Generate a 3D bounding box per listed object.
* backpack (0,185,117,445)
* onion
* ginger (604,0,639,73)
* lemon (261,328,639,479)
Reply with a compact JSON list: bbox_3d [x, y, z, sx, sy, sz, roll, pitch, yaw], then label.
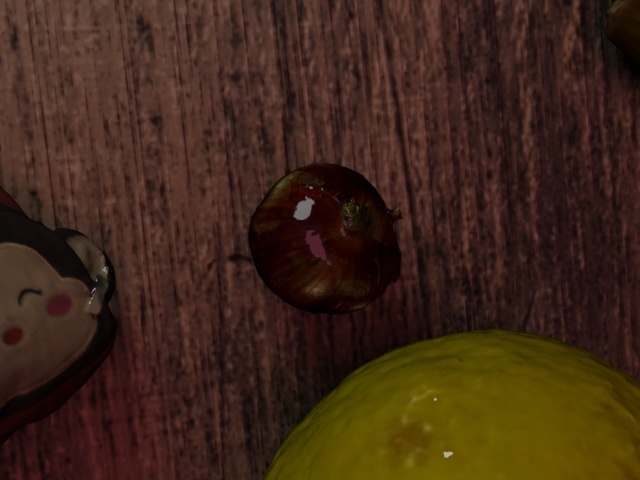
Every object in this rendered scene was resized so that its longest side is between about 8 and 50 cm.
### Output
[{"bbox_3d":[-0.263,0.042,0.495,0.139,0.229,0.229,-35,98,36],"label":"backpack"},{"bbox_3d":[0.000,0.000,0.559,0.118,0.119,0.117,-17,72,-6],"label":"onion"},{"bbox_3d":[0.347,-0.155,0.600,0.309,0.107,0.133,28,103,-4],"label":"ginger"},{"bbox_3d":[0.107,0.239,0.453,0.349,0.387,0.350,3,110,9],"label":"lemon"}]
